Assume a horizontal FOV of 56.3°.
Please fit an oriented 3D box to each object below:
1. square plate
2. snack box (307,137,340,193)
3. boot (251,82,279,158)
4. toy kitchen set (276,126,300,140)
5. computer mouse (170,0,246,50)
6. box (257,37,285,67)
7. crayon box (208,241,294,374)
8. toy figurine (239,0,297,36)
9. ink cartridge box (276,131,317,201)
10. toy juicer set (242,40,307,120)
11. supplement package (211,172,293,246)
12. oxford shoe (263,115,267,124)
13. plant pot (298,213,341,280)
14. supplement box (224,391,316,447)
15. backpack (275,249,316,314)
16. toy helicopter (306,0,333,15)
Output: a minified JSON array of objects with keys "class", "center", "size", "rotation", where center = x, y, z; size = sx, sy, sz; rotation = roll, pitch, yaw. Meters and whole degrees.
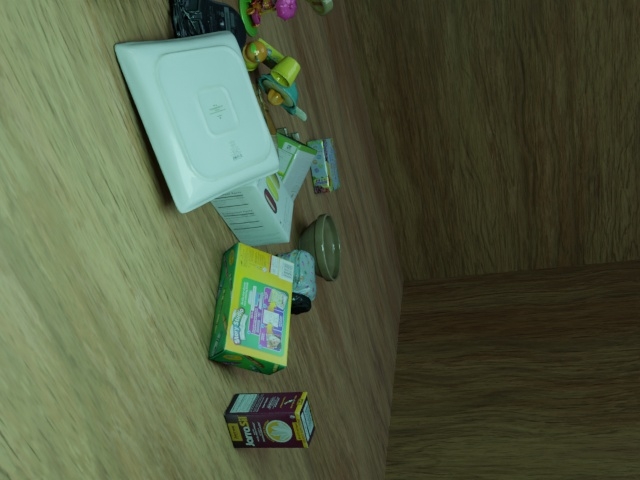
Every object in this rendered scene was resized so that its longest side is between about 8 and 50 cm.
[{"class":"square plate","center":[-0.231,-0.271,1.277],"size":[0.347,0.049,0.344],"rotation":[-33,107,-50]},{"class":"snack box","center":[0.015,-0.300,2.387],"size":[0.174,0.070,0.207],"rotation":[-34,118,-72]},{"class":"boot","center":[-0.201,-0.329,1.591],"size":[0.283,0.109,0.220],"rotation":[1,75,-63]},{"class":"toy kitchen set","center":[-0.109,-0.324,1.965],"size":[0.075,0.068,0.083],"rotation":[-65,145,-62]},{"class":"computer mouse","center":[-0.283,-0.535,1.455],"size":[0.272,0.072,0.188],"rotation":[1,85,-62]},{"class":"box","center":[-0.149,-0.543,1.776],"size":[0.105,0.043,0.179],"rotation":[37,7,-8]},{"class":"crayon box","center":[-0.159,0.161,1.422],"size":[0.165,0.081,0.278],"rotation":[23,54,-29]},{"class":"toy figurine","center":[-0.147,-0.716,1.824],"size":[0.130,0.159,0.173],"rotation":[64,24,-49]},{"class":"ink cartridge box","center":[-0.125,-0.188,1.836],"size":[0.255,0.097,0.189],"rotation":[-64,167,9]},{"class":"toy juicer set","center":[-0.151,-0.452,1.742],"size":[0.089,0.209,0.329],"rotation":[-55,170,-10]},{"class":"supplement package","center":[-0.174,-0.108,1.523],"size":[0.244,0.134,0.139],"rotation":[61,27,-53]},{"class":"oxford shoe","center":[-0.202,-0.343,1.437],"size":[0.227,0.096,0.083],"rotation":[37,35,-35]},{"class":"plant pot","center":[-0.008,0.028,2.099],"size":[0.237,0.110,0.237],"rotation":[-6,90,-73]},{"class":"supplement box","center":[-0.117,0.423,1.407],"size":[0.081,0.188,0.104],"rotation":[-60,141,-63]},{"class":"backpack","center":[-0.078,0.120,1.811],"size":[0.152,0.115,0.182],"rotation":[47,36,-60]},{"class":"toy helicopter","center":[-0.092,-0.802,1.864],"size":[0.355,0.140,0.235],"rotation":[45,-19,20]}]
